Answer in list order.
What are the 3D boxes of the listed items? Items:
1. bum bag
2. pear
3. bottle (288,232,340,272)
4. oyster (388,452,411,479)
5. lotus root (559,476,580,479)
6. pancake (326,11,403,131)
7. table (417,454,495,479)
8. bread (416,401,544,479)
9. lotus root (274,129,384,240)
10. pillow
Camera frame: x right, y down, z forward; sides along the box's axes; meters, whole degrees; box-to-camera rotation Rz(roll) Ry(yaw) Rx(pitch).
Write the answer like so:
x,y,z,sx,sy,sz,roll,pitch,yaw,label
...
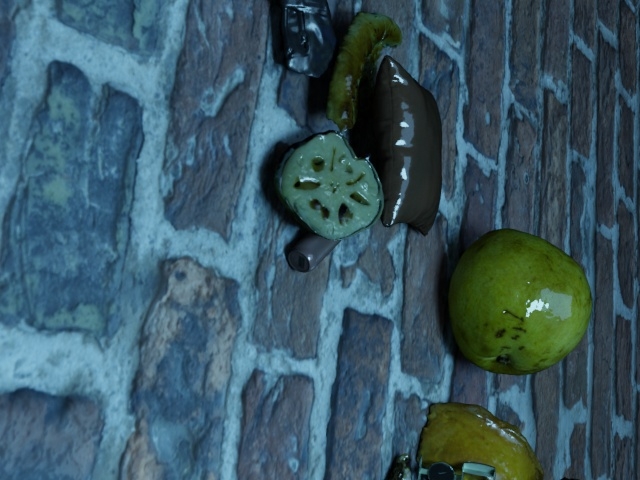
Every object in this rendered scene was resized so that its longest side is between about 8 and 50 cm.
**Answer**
x,y,z,sx,sy,sz,roll,pitch,yaw,label
-0.032,-0.430,1.320,0.137,0.074,0.310,-10,91,-49,bum bag
0.409,0.141,1.631,0.304,0.304,0.304,8,80,-50,pear
0.000,0.000,1.321,0.140,0.053,0.053,-45,119,-43,bottle
0.147,0.474,1.445,0.103,0.051,0.148,83,24,-45,oyster
0.416,0.554,1.439,0.260,0.145,0.128,-50,121,-22,lotus root
0.088,-0.310,1.427,0.197,0.054,0.376,76,30,-45,pancake
0.253,0.513,1.464,0.062,0.146,0.175,-27,121,-70,table
0.349,0.489,1.589,0.194,0.179,0.340,-49,122,-41,bread
0.005,-0.085,1.296,0.203,0.078,0.183,-21,87,-34,lotus root
0.170,-0.167,1.462,0.308,0.108,0.305,7,82,-70,pillow
